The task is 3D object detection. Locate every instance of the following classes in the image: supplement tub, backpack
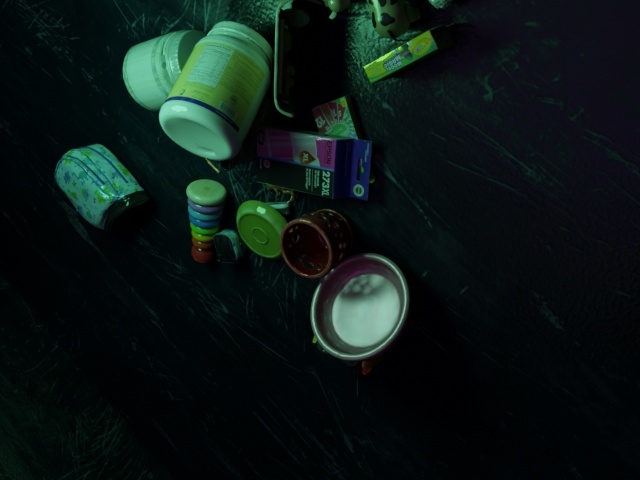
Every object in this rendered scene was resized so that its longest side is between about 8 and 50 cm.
[{"bbox_3d":[-0.283,-0.422,1.531,0.241,0.331,0.241,18,160,7],"label":"supplement tub"},{"bbox_3d":[-0.329,0.016,1.956,0.105,0.084,0.114,3,117,33],"label":"backpack"},{"bbox_3d":[-0.874,-0.216,2.150,0.290,0.273,0.355,-40,73,46],"label":"backpack"}]

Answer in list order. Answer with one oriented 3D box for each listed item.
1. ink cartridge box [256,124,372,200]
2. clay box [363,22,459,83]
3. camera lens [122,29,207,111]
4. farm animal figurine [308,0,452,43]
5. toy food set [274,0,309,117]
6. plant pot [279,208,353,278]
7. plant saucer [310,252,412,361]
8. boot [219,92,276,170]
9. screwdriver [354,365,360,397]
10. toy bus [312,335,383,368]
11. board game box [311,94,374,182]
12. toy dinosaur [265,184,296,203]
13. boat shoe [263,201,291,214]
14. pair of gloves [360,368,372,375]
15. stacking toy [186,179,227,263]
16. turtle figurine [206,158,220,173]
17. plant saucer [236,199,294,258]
[{"bbox_3d":[-0.028,-0.230,1.602,0.371,0.069,0.176,14,113,27],"label":"ink cartridge box"},{"bbox_3d":[0.231,-0.458,1.321,0.222,0.127,0.053,-17,101,39],"label":"clay box"},{"bbox_3d":[-0.469,-0.535,1.714,0.274,0.219,0.219,-1,110,35],"label":"camera lens"},{"bbox_3d":[0.118,-0.619,1.297,0.330,0.172,0.327,-33,90,40],"label":"farm animal figurine"},{"bbox_3d":[-0.078,-0.511,1.474,0.092,0.220,0.306,1,118,-5],"label":"toy food set"},{"bbox_3d":[0.000,0.000,1.659,0.191,0.174,0.191,16,118,31],"label":"plant pot"},{"bbox_3d":[0.128,0.204,1.630,0.332,0.084,0.332,-16,59,28],"label":"plant saucer"},{"bbox_3d":[-0.228,-0.333,1.676,0.083,0.161,0.246,32,126,19],"label":"boot"},{"bbox_3d":[0.131,0.490,1.891,0.024,0.025,0.170,18,133,29],"label":"screwdriver"},{"bbox_3d":[0.104,0.279,1.747,0.220,0.149,0.211,19,107,30],"label":"toy bus"},{"bbox_3d":[0.068,-0.279,1.580,0.124,0.039,0.259,-9,108,38],"label":"board game box"},{"bbox_3d":[-0.106,-0.180,1.725,0.211,0.064,0.112,-22,96,39],"label":"toy dinosaur"},{"bbox_3d":[-0.158,-0.104,1.807,0.142,0.049,0.040,-1,110,33],"label":"boat shoe"},{"bbox_3d":[0.142,0.420,1.860,0.083,0.010,0.074,43,129,12],"label":"pair of gloves"},{"bbox_3d":[-0.422,-0.050,1.967,0.141,0.141,0.330,29,128,22],"label":"stacking toy"},{"bbox_3d":[-0.318,-0.365,1.763,0.217,0.087,0.269,-46,52,33],"label":"turtle figurine"},{"bbox_3d":[-0.198,-0.025,1.841,0.241,0.037,0.241,21,135,23],"label":"plant saucer"}]
